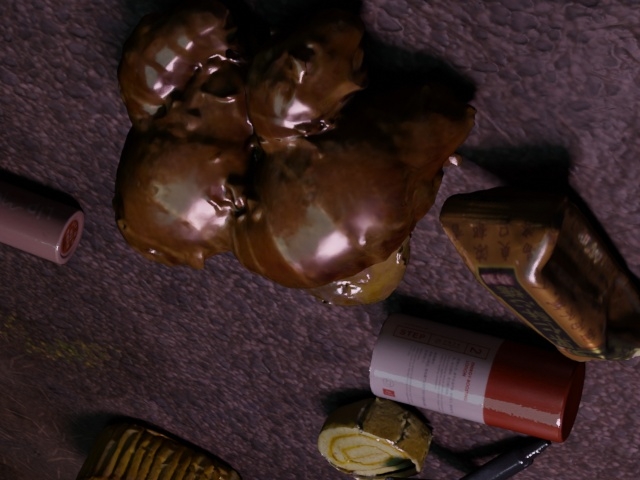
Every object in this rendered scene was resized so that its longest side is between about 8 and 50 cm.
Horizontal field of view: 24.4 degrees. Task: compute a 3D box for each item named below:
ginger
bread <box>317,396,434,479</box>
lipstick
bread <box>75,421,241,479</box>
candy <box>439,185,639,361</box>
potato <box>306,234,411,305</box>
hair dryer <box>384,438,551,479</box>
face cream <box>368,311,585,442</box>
[{"bbox_3d":[-0.038,-0.091,1.359,0.358,0.152,0.274,10,116,19],"label":"ginger"},{"bbox_3d":[0.065,0.249,1.851,0.156,0.064,0.117,-17,125,47],"label":"bread"},{"bbox_3d":[-0.410,-0.046,1.762,0.254,0.070,0.070,20,148,11],"label":"lipstick"},{"bbox_3d":[-0.240,0.389,2.211,0.253,0.142,0.227,26,141,5],"label":"bread"},{"bbox_3d":[0.234,0.046,1.404,0.143,0.101,0.271,3,148,43],"label":"candy"},{"bbox_3d":[0.000,0.000,1.524,0.164,0.081,0.200,-6,134,43],"label":"potato"},{"bbox_3d":[0.189,0.280,1.784,0.173,0.050,0.195,7,143,-26],"label":"hair dryer"},{"bbox_3d":[0.169,0.147,1.596,0.214,0.096,0.096,13,146,20],"label":"face cream"}]
